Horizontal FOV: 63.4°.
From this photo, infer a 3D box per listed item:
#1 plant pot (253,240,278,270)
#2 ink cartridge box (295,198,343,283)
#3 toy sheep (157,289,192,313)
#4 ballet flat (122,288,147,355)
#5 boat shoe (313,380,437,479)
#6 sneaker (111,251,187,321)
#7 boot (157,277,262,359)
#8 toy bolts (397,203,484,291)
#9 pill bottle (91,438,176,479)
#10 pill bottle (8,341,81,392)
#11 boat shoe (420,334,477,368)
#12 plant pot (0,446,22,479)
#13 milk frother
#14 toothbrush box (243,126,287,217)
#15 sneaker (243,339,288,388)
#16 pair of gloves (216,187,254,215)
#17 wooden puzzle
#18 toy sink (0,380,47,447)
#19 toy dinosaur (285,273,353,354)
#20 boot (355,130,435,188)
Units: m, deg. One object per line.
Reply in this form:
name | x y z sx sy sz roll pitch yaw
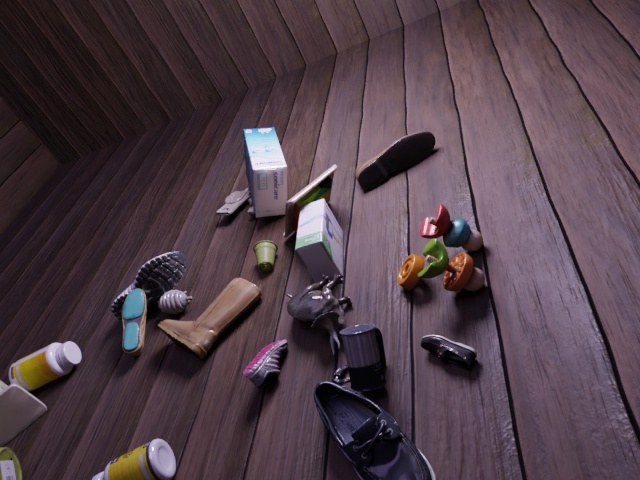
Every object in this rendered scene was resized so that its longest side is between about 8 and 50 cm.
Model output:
plant pot | -0.183 0.056 1.721 0.083 0.083 0.079 -19 48 16
ink cartridge box | 0.000 0.000 1.581 0.093 0.154 0.212 -19 36 16
toy sheep | -0.489 0.205 1.745 0.132 0.091 0.091 -20 36 15
ballet flat | -0.614 0.273 1.712 0.080 0.073 0.232 -5 57 0
boat shoe | 0.093 0.394 1.057 0.127 0.113 0.340 -37 35 -10
sneaker | -0.595 0.143 1.827 0.330 0.130 0.147 -39 15 14
boot | -0.345 0.224 1.622 0.236 0.089 0.269 20 58 36
toy bolts | 0.328 0.046 1.350 0.218 0.159 0.228 -51 16 59
pill bottle | -0.453 0.564 1.252 0.184 0.103 0.103 -27 35 4
pill bottle | -0.931 0.425 1.763 0.215 0.117 0.117 -26 35 7
boat shoe | 0.280 0.248 1.160 0.133 0.049 0.042 13 45 39
plant pot | -0.987 0.681 1.396 0.294 0.274 0.275 -18 33 -11
milk frother | 0.075 0.268 1.205 0.143 0.134 0.129 -11 1 18
toothbrush box | -0.208 -0.260 1.954 0.126 0.216 0.295 -7 42 -12
sneaker | -0.132 0.326 1.360 0.063 0.074 0.170 -27 8 35
pair of gloves | -0.276 -0.160 2.077 0.240 0.042 0.204 -4 36 23
wooden puzzle | -0.031 -0.122 1.724 0.044 0.238 0.221 43 64 13
toy sink | -1.027 0.544 1.654 0.234 0.152 0.131 -41 36 -13
toy dinosaur | -0.021 0.171 1.417 0.314 0.121 0.160 17 43 42
boot | 0.254 -0.298 1.822 0.305 0.112 0.115 -30 24 5
